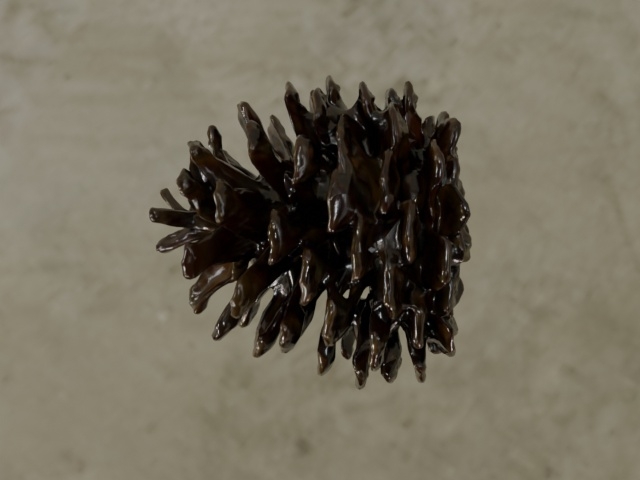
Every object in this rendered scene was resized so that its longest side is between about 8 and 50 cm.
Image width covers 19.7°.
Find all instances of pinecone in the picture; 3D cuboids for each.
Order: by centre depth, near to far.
[{"bbox_3d":[-0.005,-0.006,0.953,0.165,0.163,0.163,3,120,2],"label":"pinecone"}]
